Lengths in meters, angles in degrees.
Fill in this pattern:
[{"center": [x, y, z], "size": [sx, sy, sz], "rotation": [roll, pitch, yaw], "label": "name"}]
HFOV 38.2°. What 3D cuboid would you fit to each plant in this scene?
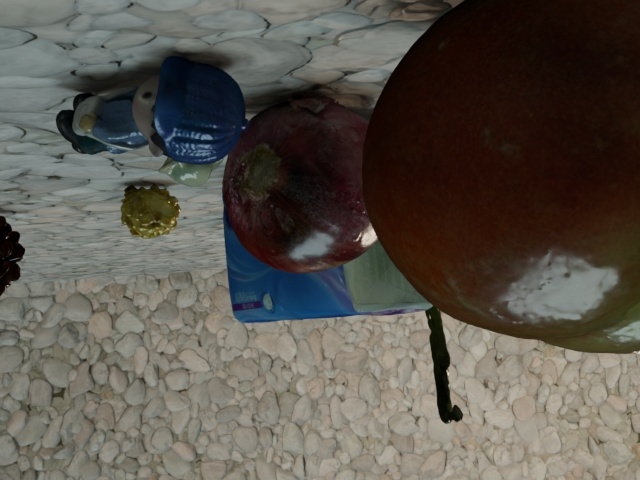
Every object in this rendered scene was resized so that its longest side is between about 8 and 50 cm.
[{"center": [0.129, 0.054, 1.300], "size": [0.180, 0.334, 0.251], "rotation": [10, -172, 0], "label": "plant"}]

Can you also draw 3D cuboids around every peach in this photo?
[{"center": [0.152, -0.049, 0.565], "size": [0.252, 0.253, 0.252], "rotation": [-5, 175, 0], "label": "peach"}]

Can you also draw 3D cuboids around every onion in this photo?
[{"center": [0.007, -0.041, 0.843], "size": [0.159, 0.160, 0.194], "rotation": [-8, 162, 37], "label": "onion"}]

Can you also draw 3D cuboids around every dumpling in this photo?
[{"center": [-0.131, -0.084, 0.975], "size": [0.059, 0.043, 0.077], "rotation": [-29, 146, 35], "label": "dumpling"}]

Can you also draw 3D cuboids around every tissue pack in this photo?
[{"center": [0.000, 0.000, 1.146], "size": [0.146, 0.198, 0.263], "rotation": [-3, 176, -34], "label": "tissue pack"}]

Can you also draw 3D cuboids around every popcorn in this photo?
[{"center": [-0.226, -0.039, 1.216], "size": [0.057, 0.083, 0.082], "rotation": [-47, -177, 39], "label": "popcorn"}]

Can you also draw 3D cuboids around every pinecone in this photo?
[{"center": [-0.499, 0.017, 1.325], "size": [0.140, 0.140, 0.121], "rotation": [-6, 150, 18], "label": "pinecone"}]

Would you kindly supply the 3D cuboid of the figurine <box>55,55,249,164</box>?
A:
[{"center": [-0.128, -0.091, 0.694], "size": [0.149, 0.087, 0.086], "rotation": [-7, -148, 32], "label": "figurine"}]
